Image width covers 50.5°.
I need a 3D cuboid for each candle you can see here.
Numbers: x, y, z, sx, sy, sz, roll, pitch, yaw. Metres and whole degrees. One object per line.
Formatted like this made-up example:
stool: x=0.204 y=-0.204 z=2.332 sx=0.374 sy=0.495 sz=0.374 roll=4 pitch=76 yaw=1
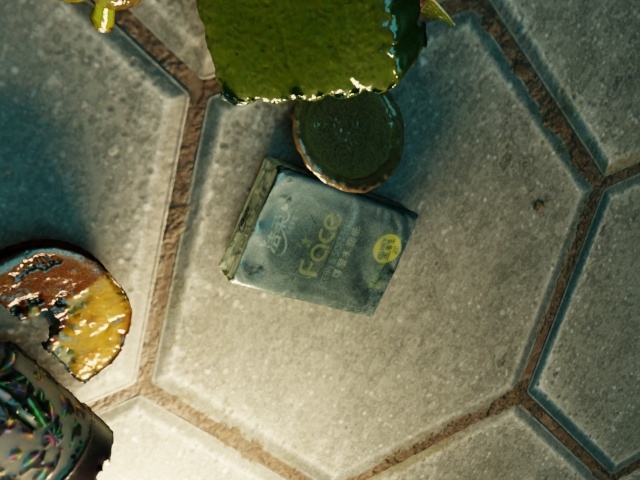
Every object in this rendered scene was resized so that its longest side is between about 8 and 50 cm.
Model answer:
candle: x=-0.423 y=0.225 z=0.864 sx=0.187 sy=0.187 sz=0.330 roll=-38 pitch=120 yaw=-6

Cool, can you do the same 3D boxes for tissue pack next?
tissue pack: x=0.000 y=0.000 z=1.020 sx=0.257 sy=0.081 sz=0.185 roll=17 pitch=103 yaw=-31

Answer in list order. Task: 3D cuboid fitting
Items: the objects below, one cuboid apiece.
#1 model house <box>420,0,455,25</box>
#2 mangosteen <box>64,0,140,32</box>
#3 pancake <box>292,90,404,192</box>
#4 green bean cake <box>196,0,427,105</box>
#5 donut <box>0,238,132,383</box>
model house: x=0.080 y=-0.317 z=0.904 sx=0.167 sy=0.117 sz=0.088 roll=36 pitch=97 yaw=-35
mangosteen: x=-0.241 y=-0.313 z=0.734 sx=0.156 sy=0.146 sz=0.181 roll=-18 pitch=118 yaw=-20
pancake: x=0.044 y=-0.161 z=0.968 sx=0.199 sy=0.021 sz=0.199 roll=1 pitch=88 yaw=-35
green bean cake: x=-0.015 y=-0.297 z=0.792 sx=0.247 sy=0.156 sz=0.249 roll=-2 pitch=117 yaw=18
donut: x=-0.336 y=0.075 z=0.894 sx=0.141 sy=0.085 sz=0.217 roll=-33 pitch=122 yaw=-9
